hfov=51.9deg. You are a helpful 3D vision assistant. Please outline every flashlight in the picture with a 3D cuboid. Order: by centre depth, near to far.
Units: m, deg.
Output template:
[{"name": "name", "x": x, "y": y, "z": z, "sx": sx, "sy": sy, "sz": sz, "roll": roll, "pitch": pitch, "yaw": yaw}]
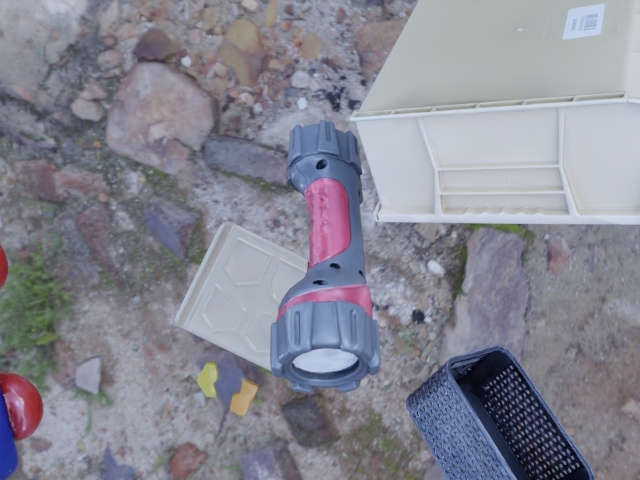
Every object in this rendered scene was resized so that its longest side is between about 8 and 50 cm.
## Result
[{"name": "flashlight", "x": 0.000, "y": 0.000, "z": 0.681, "sx": 0.103, "sy": 0.304, "sz": 0.103, "roll": -5, "pitch": 142, "yaw": 2}]

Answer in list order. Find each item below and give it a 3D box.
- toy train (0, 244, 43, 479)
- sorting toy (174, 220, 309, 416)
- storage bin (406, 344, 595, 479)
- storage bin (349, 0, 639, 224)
[{"name": "toy train", "x": -0.238, "y": 0.113, "z": 0.353, "sx": 0.143, "sy": 0.105, "sz": 0.248, "roll": -2, "pitch": 106, "yaw": 15}, {"name": "sorting toy", "x": -0.138, "y": 0.146, "z": 1.189, "sx": 0.228, "sy": 0.041, "sz": 0.307, "roll": 26, "pitch": 93, "yaw": -8}, {"name": "storage bin", "x": 0.194, "y": 0.219, "z": 0.725, "sx": 0.084, "sy": 0.122, "sz": 0.180, "roll": -55, "pitch": 54, "yaw": 37}, {"name": "storage bin", "x": 0.195, "y": -0.148, "z": 0.622, "sx": 0.260, "sy": 0.262, "sz": 0.123, "roll": 2, "pitch": 135, "yaw": 28}]
